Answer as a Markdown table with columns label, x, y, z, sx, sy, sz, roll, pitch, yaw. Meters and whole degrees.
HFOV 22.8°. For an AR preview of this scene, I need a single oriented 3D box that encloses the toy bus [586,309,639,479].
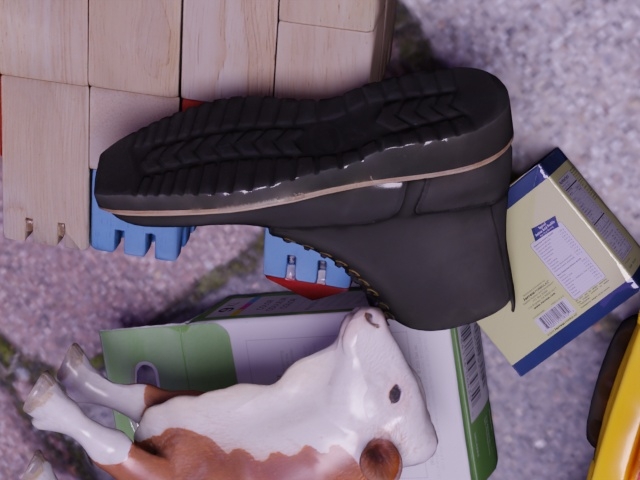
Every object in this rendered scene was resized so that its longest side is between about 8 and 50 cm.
| label | x | y | z | sx | sy | sz | roll | pitch | yaw |
| --- | --- | --- | --- | --- | --- | --- | --- | --- | --- |
| toy bus | 0.185 | 0.130 | 0.747 | 0.149 | 0.211 | 0.220 | 17 | 91 | 17 |

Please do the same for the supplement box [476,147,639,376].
| label | x | y | z | sx | sy | sz | roll | pitch | yaw |
| --- | --- | --- | --- | --- | --- | --- | --- | --- | --- |
| supplement box | 0.116 | 0.010 | 0.842 | 0.083 | 0.056 | 0.083 | -40 | 88 | 22 |

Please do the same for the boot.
| label | x | y | z | sx | sy | sz | roll | pitch | yaw |
| --- | --- | --- | --- | --- | --- | --- | --- | --- | --- |
| boot | 0.000 | 0.000 | 0.772 | 0.198 | 0.077 | 0.137 | -6 | 131 | 8 |

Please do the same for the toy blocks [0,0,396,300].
| label | x | y | z | sx | sy | sz | roll | pitch | yaw |
| --- | --- | --- | --- | --- | --- | --- | --- | --- | --- |
| toy blocks | -0.109 | -0.111 | 0.844 | 0.381 | 0.191 | 0.261 | 9 | 118 | 7 |

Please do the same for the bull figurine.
| label | x | y | z | sx | sy | sz | roll | pitch | yaw |
| --- | --- | --- | --- | --- | --- | --- | --- | --- | --- |
| bull figurine | -0.068 | 0.141 | 0.832 | 0.188 | 0.101 | 0.310 | 27 | 127 | 0 |

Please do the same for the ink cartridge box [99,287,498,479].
| label | x | y | z | sx | sy | sz | roll | pitch | yaw |
| --- | --- | --- | --- | --- | --- | --- | --- | --- | --- |
| ink cartridge box | -0.012 | 0.088 | 0.899 | 0.209 | 0.062 | 0.109 | -5 | 101 | 20 |
